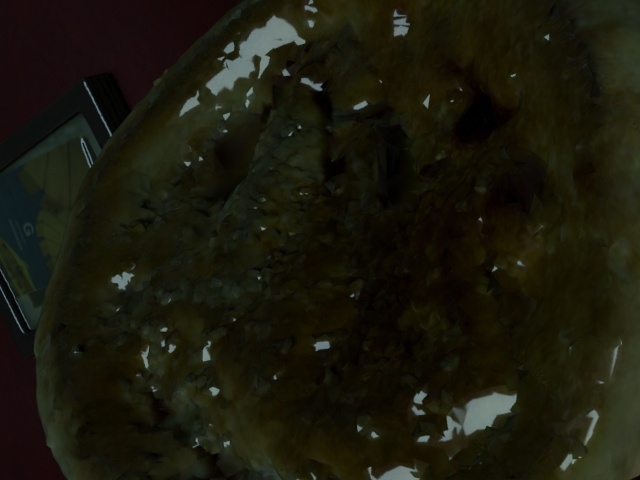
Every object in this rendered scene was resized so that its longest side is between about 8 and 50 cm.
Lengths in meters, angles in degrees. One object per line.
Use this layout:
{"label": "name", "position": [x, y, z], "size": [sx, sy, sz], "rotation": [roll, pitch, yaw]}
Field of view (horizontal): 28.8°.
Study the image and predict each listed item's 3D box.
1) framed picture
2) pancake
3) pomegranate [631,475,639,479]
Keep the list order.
{"label": "framed picture", "position": [-0.161, -0.010, 0.781], "size": [0.168, 0.023, 0.128], "rotation": [-28, 87, 38]}
{"label": "pancake", "position": [0.001, 0.001, 0.543], "size": [0.356, 0.065, 0.356], "rotation": [-22, 51, 31]}
{"label": "pomegranate", "position": [0.068, 0.170, 0.573], "size": [0.207, 0.207, 0.207], "rotation": [12, 111, 33]}
